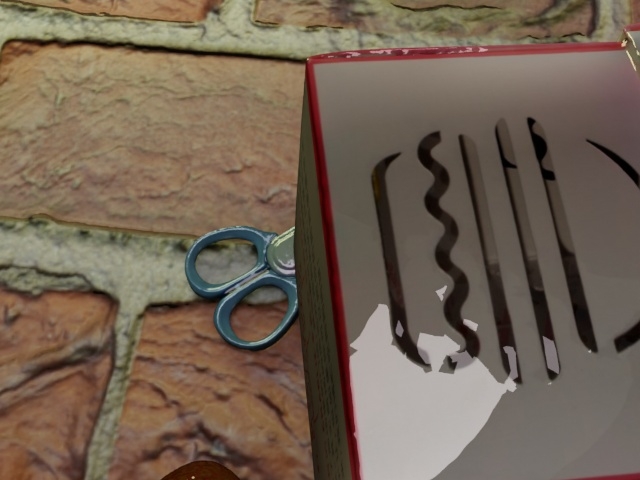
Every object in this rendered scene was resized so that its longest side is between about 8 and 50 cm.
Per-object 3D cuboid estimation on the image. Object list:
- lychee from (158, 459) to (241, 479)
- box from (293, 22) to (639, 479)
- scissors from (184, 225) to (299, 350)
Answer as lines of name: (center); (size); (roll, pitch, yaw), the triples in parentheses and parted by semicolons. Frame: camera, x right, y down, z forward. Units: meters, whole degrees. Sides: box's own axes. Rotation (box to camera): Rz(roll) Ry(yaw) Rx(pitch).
lychee: (-0.106, 0.237, 0.709); (0.114, 0.101, 0.140); (43, 53, -22)
box: (0.140, 0.061, 0.660); (0.300, 0.312, 0.314); (-3, 65, -6)
scissors: (0.000, 0.000, 0.861); (0.256, 0.030, 0.125); (-30, 69, -10)
